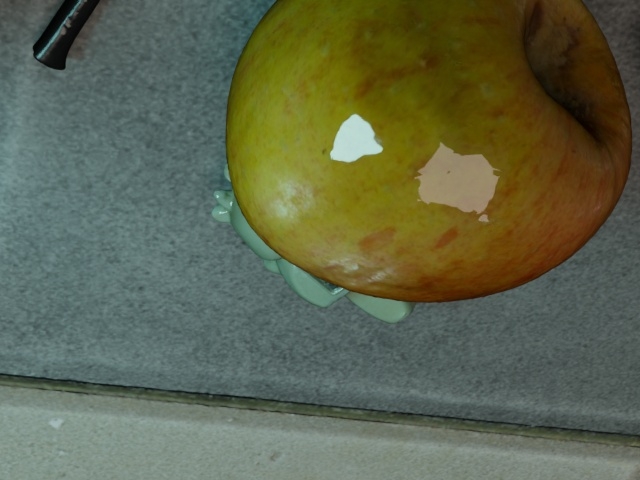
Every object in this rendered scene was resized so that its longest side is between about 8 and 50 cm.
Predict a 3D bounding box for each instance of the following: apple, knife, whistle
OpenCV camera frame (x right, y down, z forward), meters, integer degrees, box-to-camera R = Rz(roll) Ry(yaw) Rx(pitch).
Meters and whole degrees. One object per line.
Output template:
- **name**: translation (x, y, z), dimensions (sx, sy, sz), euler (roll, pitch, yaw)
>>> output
- **apple**: translation (0.078, -0.088, 0.854), dimensions (0.299, 0.299, 0.275), euler (30, 135, -32)
- **knife**: translation (-0.150, -0.222, 0.864), dimensions (0.060, 0.028, 0.230), euler (18, 124, -40)
- **whistle**: translation (0.001, 0.000, 1.038), dimensions (0.253, 0.106, 0.101), euler (40, 146, -29)
